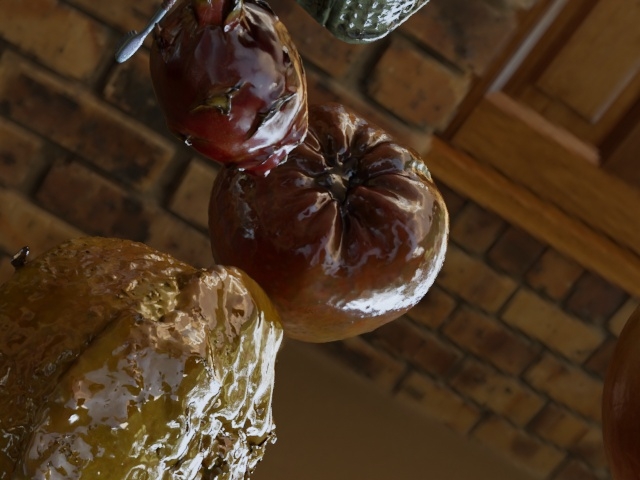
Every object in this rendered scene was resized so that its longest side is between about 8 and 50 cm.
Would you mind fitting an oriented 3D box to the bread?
[{"bbox_3d":[-0.200,0.194,1.343,0.215,0.398,0.398,28,-154,24],"label":"bread"}]

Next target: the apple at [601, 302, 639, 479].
[{"bbox_3d":[0.369,0.129,1.147,0.286,0.286,0.233,-32,-71,-57],"label":"apple"}]

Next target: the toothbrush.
[{"bbox_3d":[-0.110,-0.222,1.188,0.013,0.193,0.019,31,-159,-39],"label":"toothbrush"}]

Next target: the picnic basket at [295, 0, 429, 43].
[{"bbox_3d":[0.041,-0.255,1.006,0.134,0.196,0.154,-39,-100,-25],"label":"picnic basket"}]

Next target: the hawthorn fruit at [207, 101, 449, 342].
[{"bbox_3d":[0.000,0.000,1.650,0.277,0.298,0.277,8,-129,-10],"label":"hawthorn fruit"}]

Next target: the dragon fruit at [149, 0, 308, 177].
[{"bbox_3d":[-0.071,-0.149,1.074,0.125,0.246,0.125,6,-122,5],"label":"dragon fruit"}]
